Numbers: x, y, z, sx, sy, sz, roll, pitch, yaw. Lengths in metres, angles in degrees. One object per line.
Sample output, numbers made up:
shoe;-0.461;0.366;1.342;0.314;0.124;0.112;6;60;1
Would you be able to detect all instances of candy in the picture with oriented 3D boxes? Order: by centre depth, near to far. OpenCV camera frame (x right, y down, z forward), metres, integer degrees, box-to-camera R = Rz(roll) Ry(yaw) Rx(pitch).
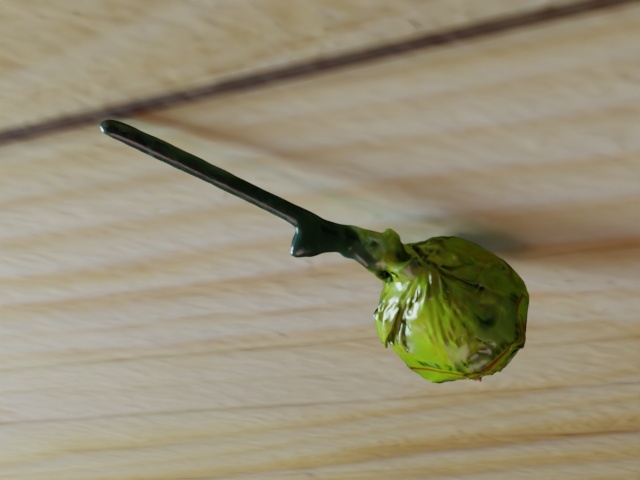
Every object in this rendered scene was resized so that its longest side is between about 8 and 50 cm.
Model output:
candy;0.000;0.000;0.463;0.123;0.035;0.035;28;149;-28
